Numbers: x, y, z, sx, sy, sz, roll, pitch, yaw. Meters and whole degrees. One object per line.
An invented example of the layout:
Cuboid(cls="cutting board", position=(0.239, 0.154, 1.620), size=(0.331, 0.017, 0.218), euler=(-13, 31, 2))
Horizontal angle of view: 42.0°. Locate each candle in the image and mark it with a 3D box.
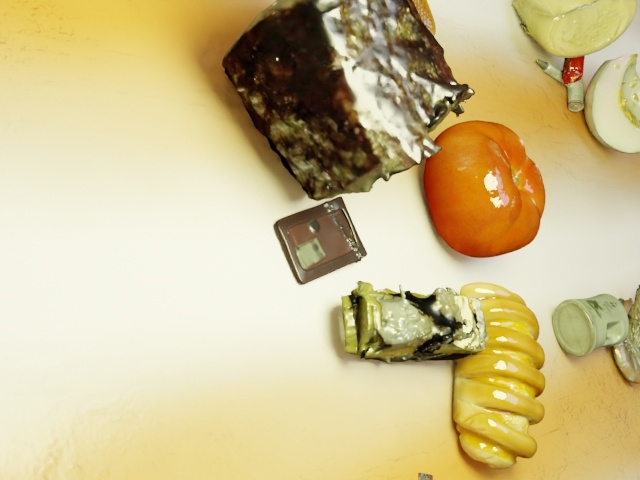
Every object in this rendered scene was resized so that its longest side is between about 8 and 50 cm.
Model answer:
Cuboid(cls="candle", position=(0.627, -0.432, 2.070), size=(0.052, 0.052, 0.130), euler=(41, 49, -27))

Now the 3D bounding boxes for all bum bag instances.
Cuboid(cls="bum bag", position=(0.000, 0.000, 1.279), size=(0.159, 0.026, 0.109), euler=(-21, 88, -44))

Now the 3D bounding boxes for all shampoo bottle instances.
Cuboid(cls="shampoo bottle", position=(0.587, 0.173, 1.769), size=(0.234, 0.087, 0.118), euler=(-3, 70, -48))

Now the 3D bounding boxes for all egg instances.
Cuboid(cls="egg", position=(0.766, -0.344, 2.143), size=(0.271, 0.206, 0.162), euler=(39, 10, -17))

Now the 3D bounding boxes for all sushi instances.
Cuboid(cls="sushi", position=(0.034, -0.233, 1.223), size=(0.281, 0.299, 0.294), euler=(-40, 101, -20))
Cuboid(cls="sushi", position=(0.144, 0.117, 1.297), size=(0.291, 0.131, 0.139), euler=(4, 69, -35))

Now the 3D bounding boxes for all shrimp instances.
Cuboid(cls="shrimp", position=(0.699, 0.202, 1.902), size=(0.145, 0.059, 0.254), euler=(20, 63, -28))

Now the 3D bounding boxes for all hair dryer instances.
Cuboid(cls="hair dryer", position=(0.601, -0.432, 2.105), size=(0.183, 0.044, 0.155), euler=(33, 49, -29))

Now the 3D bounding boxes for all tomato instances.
Cuboid(cls="tomato", position=(0.293, -0.089, 1.508), size=(0.260, 0.180, 0.259), euler=(22, 59, -42))

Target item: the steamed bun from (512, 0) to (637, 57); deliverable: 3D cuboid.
Cuboid(cls="steamed bun", position=(0.619, -0.561, 2.041), size=(0.232, 0.273, 0.166), euler=(-120, -165, -44))

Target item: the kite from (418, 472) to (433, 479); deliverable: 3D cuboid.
Cuboid(cls="kite", position=(0.159, 0.390, 1.277), size=(0.044, 0.002, 0.078), euler=(42, 45, -26))

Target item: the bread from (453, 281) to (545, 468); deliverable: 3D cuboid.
Cuboid(cls="bread", position=(0.312, 0.231, 1.425), size=(0.173, 0.121, 0.311), euler=(29, 54, -36))

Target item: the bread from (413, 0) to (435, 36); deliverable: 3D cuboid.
Cuboid(cls="bread", position=(0.152, -0.453, 1.601), size=(0.189, 0.077, 0.114), euler=(58, 48, -26))
